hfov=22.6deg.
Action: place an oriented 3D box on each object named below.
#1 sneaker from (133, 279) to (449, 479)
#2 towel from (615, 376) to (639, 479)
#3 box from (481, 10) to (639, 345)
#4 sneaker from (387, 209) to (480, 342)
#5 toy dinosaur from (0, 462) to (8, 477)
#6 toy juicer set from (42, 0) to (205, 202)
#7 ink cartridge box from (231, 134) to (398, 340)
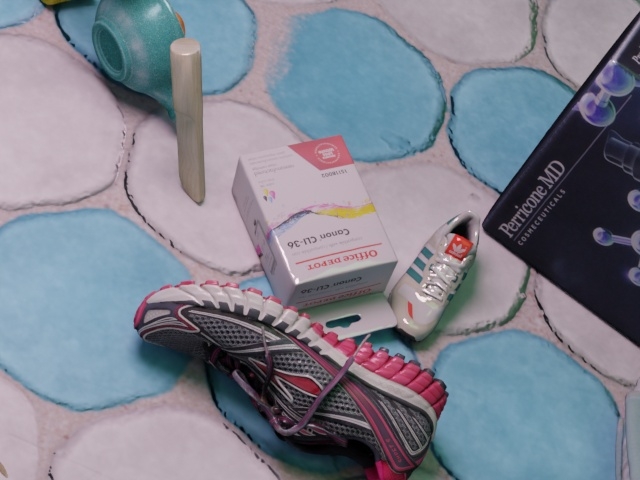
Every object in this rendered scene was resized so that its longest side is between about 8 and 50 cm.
[{"bbox_3d":[-0.032,0.126,1.469,0.299,0.121,0.112,23,70,-1],"label":"sneaker"},{"bbox_3d":[0.445,0.311,1.536,0.320,0.090,0.374,9,52,-4],"label":"towel"},{"bbox_3d":[0.427,-0.036,1.686,0.395,0.293,0.212,37,49,4],"label":"box"},{"bbox_3d":[0.120,0.030,1.635,0.057,0.075,0.161,33,49,0],"label":"sneaker"},{"bbox_3d":[-0.345,0.150,1.355,0.183,0.053,0.092,14,66,-6],"label":"toy dinosaur"},{"bbox_3d":[-0.169,-0.225,1.598,0.089,0.209,0.329,-27,69,-28],"label":"toy juicer set"},{"bbox_3d":[0.000,0.000,1.595,0.115,0.067,0.198,-14,63,-21],"label":"ink cartridge box"}]
